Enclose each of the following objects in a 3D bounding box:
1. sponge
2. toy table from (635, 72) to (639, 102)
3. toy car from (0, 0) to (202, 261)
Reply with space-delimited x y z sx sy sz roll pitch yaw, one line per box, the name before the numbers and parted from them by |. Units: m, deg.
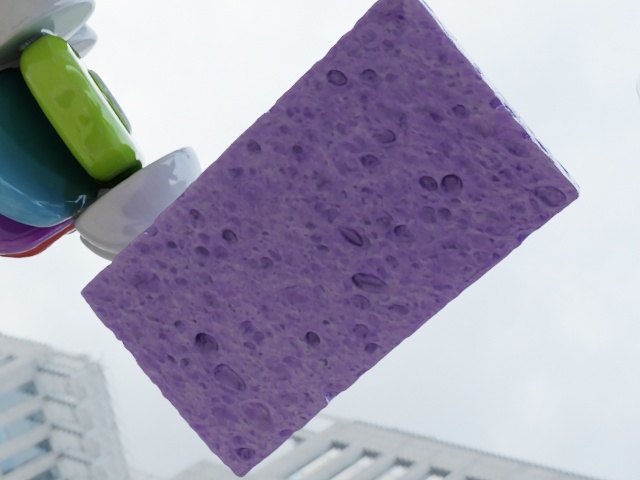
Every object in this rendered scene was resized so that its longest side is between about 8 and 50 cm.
sponge | 0.000 0.000 0.545 0.210 0.031 0.117 -42 -92 19
toy table | 0.241 -0.160 0.508 0.274 0.252 0.161 -21 -108 36
toy car | -0.156 -0.048 0.681 0.159 0.136 0.182 57 -10 -1
